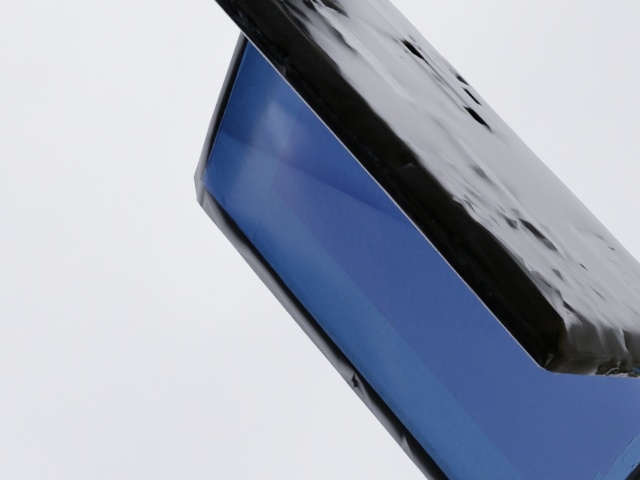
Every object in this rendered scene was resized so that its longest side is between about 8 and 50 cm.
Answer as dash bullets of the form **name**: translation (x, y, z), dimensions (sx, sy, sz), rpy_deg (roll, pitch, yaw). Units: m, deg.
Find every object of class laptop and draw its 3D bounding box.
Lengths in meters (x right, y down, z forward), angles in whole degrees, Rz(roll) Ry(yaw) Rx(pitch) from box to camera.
- **laptop**: translation (0.000, 0.000, 0.541), dimensions (0.136, 0.234, 0.264), rpy_deg (-47, -23, 15)
